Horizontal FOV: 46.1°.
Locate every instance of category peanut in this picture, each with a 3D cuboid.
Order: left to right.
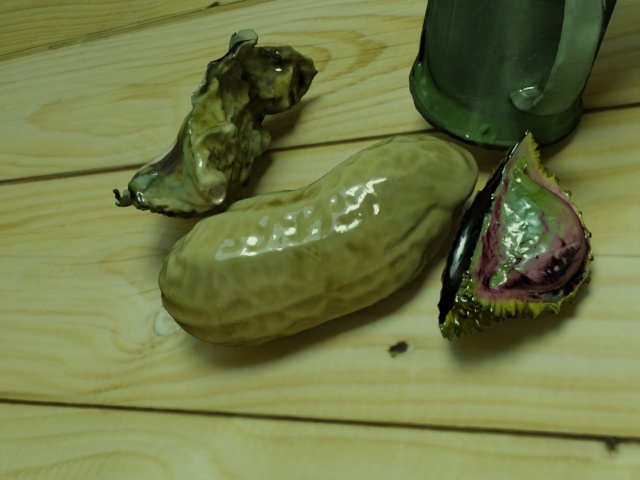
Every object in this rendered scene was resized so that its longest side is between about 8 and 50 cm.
[{"bbox_3d":[0.000,0.000,0.717,0.325,0.140,0.153,-27,26,3],"label":"peanut"}]

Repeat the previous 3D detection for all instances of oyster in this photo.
[{"bbox_3d":[-0.109,-0.112,0.831,0.238,0.115,0.351,-51,10,16],"label":"oyster"}]

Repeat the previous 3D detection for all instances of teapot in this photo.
[{"bbox_3d":[0.190,-0.223,0.671,0.200,0.337,0.270,-1,48,-4],"label":"teapot"}]

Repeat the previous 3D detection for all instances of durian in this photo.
[{"bbox_3d":[0.171,0.022,0.648,0.108,0.119,0.186,24,63,0],"label":"durian"}]
